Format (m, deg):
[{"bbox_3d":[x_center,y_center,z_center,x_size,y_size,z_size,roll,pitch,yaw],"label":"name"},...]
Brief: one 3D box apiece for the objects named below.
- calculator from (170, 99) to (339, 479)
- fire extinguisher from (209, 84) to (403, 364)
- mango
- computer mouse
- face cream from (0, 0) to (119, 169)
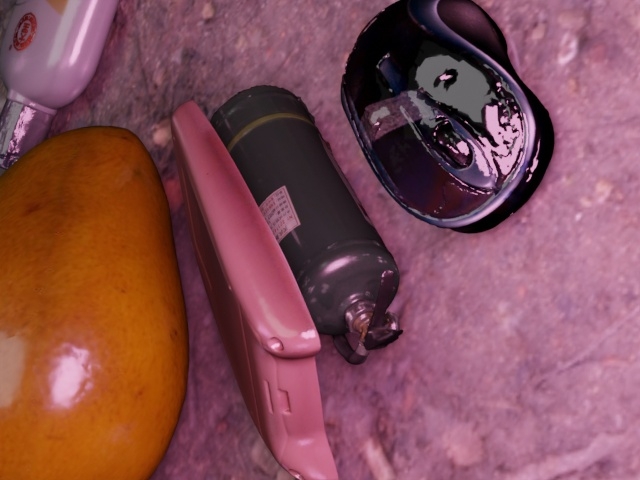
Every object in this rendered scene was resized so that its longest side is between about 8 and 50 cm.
[{"bbox_3d":[-0.064,0.032,1.496,0.329,0.048,0.220,-117,14,-47],"label":"calculator"},{"bbox_3d":[0.000,0.000,1.499,0.294,0.093,0.118,-119,33,-42],"label":"fire extinguisher"},{"bbox_3d":[-0.230,0.069,1.641,0.264,0.221,0.378,-31,43,44],"label":"mango"},{"bbox_3d":[0.085,-0.107,1.436,0.137,0.096,0.233,-54,41,18],"label":"computer mouse"},{"bbox_3d":[-0.266,-0.207,1.898,0.144,0.071,0.291,22,93,51],"label":"face cream"}]
